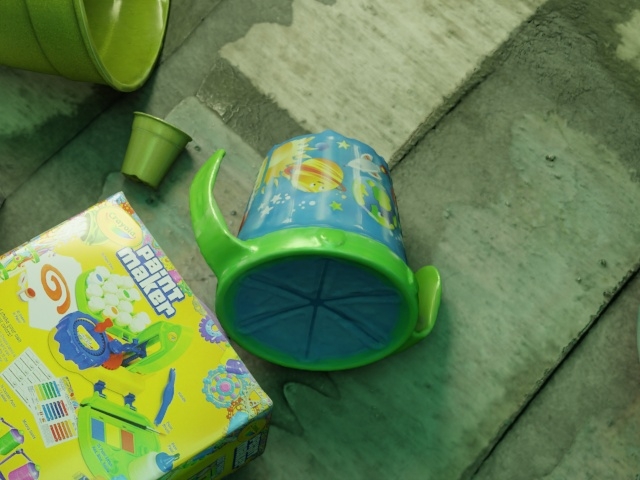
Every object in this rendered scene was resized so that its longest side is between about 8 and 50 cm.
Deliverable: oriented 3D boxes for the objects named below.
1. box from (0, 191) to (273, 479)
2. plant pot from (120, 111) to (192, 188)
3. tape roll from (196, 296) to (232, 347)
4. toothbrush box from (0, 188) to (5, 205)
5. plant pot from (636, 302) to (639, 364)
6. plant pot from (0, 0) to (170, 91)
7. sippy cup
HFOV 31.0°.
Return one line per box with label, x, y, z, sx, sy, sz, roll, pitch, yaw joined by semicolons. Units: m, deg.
box;-0.246;0.157;1.205;0.279;0.177;0.290;-31;70;-19
plant pot;-0.218;-0.111;1.478;0.083;0.083;0.079;23;82;4
tape roll;-0.234;0.179;1.360;0.275;0.090;0.275;1;70;-3
toothbrush box;-0.550;-0.095;1.370;0.295;0.216;0.126;23;71;3
plant pot;0.501;0.083;1.370;0.293;0.293;0.196;-7;45;-7
plant pot;-0.405;-0.376;1.436;0.353;0.366;0.366;3;69;9
sippy cup;0.000;0.000;1.370;0.240;0.305;0.224;-10;48;14
